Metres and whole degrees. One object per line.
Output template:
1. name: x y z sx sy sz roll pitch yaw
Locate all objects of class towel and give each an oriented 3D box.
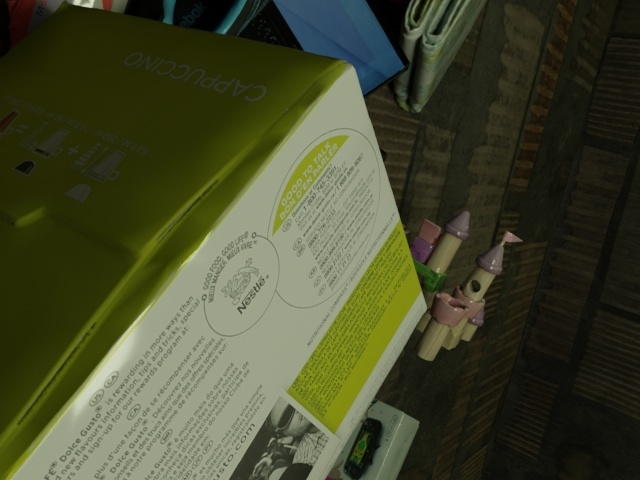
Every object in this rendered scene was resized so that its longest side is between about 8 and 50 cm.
1. towel: 0.237 -0.428 1.185 0.320 0.090 0.374 -58 173 -2

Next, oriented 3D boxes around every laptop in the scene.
1. laptop: -0.006 -0.282 0.879 0.234 0.136 0.264 56 23 -10

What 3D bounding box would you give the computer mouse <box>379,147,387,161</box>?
1. computer mouse: -0.014 -0.102 0.855 0.262 0.184 0.060 -22 86 -23

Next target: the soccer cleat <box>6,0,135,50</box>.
1. soccer cleat: -0.278 -0.190 0.683 0.116 0.108 0.318 12 103 -31

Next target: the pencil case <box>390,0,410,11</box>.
1. pencil case: 0.186 -0.518 1.181 0.209 0.098 0.095 -58 145 -21

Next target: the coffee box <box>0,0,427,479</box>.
1. coffee box: -0.152 0.045 0.570 0.338 0.337 0.334 -54 145 -22

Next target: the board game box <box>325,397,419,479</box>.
1. board game box: -0.014 0.349 1.139 0.224 0.303 0.097 -64 147 -11

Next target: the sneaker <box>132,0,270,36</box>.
1. sneaker: -0.078 -0.304 0.704 0.125 0.139 0.341 35 81 -23

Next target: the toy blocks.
1. toy blocks: 0.228 0.042 1.324 0.309 0.288 0.260 -1 120 -57
